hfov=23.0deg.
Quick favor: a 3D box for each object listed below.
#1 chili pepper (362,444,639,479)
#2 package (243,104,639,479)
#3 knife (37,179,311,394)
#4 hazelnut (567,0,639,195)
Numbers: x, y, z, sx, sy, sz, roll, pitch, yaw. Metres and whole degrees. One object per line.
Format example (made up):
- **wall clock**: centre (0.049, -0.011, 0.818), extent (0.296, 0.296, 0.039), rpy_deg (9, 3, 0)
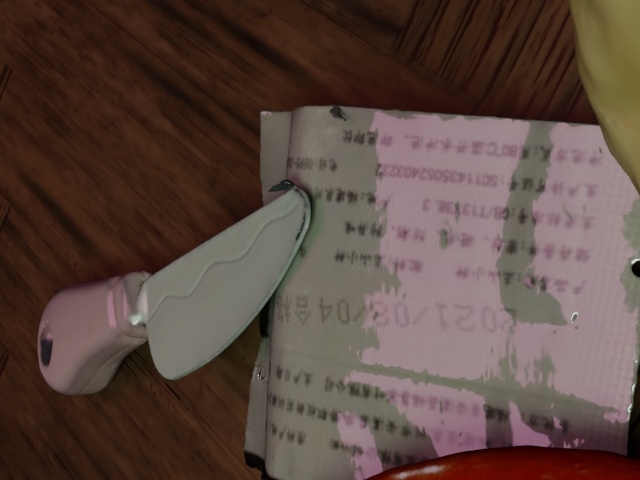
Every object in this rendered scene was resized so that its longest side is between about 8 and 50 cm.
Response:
- **chili pepper**: centre (0.056, 0.163, 0.691), extent (0.368, 0.092, 0.137), rpy_deg (-30, 97, 44)
- **package**: centre (0.045, 0.038, 0.773), extent (0.251, 0.062, 0.204), rpy_deg (6, 93, 45)
- **knife**: centre (-0.094, 0.042, 0.911), extent (0.336, 0.043, 0.081), rpy_deg (-25, 66, 59)
- **hazelnut**: centre (0.209, -0.085, 0.536), extent (0.261, 0.261, 0.241), rpy_deg (-51, 13, 27)
